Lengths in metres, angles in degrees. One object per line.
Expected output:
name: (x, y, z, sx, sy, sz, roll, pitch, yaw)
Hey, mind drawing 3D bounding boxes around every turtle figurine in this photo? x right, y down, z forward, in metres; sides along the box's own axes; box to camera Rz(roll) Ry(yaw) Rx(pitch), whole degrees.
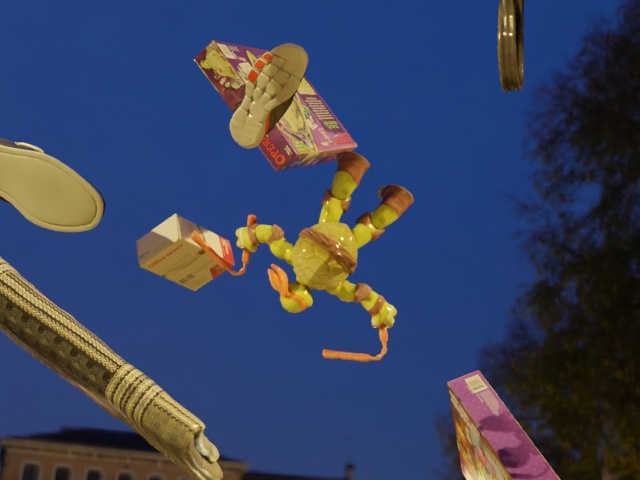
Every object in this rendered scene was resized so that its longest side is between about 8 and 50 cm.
turtle figurine: (0.000, 0.000, 1.148, 0.269, 0.217, 0.087, 32, -18, 5)

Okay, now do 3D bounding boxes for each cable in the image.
cable: (0.219, -0.334, 1.204, 0.072, 0.139, 0.287, 1, -69, 12)

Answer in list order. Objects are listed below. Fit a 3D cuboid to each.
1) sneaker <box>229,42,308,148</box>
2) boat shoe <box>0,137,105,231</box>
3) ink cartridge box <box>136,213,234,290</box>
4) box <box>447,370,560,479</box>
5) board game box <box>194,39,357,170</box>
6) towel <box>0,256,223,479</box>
sneaker: (-0.058, -0.185, 1.195, 0.061, 0.065, 0.158, 44, -53, 5)
boat shoe: (-0.464, -0.101, 1.528, 0.302, 0.114, 0.091, 25, 13, 8)
ink cartridge box: (-0.228, 0.021, 1.634, 0.099, 0.056, 0.135, -32, -37, 23)
box: (0.274, 0.351, 1.372, 0.057, 0.293, 0.201, -20, -56, -9)
board game box: (-0.059, -0.212, 1.540, 0.056, 0.208, 0.347, -42, -6, 17)
towel: (-0.221, 0.117, 0.939, 0.312, 0.056, 0.324, 34, -18, 9)
